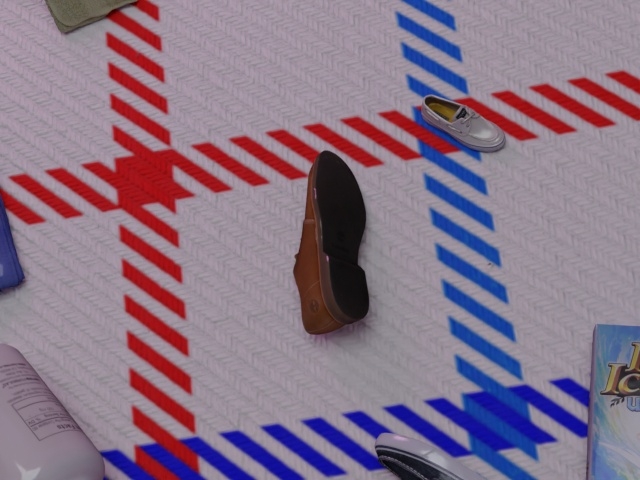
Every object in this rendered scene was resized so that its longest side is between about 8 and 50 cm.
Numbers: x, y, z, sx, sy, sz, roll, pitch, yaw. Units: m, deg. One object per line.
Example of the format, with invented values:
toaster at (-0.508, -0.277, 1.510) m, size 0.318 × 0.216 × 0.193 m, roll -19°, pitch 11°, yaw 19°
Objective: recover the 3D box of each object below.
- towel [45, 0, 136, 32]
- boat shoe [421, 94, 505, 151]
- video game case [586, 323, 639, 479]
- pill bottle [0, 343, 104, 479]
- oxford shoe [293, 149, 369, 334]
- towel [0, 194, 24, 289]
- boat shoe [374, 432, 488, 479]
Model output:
towel at (-0.282, -0.322, 1.688) m, size 0.110 × 0.027 × 0.148 m, roll -28°, pitch 108°, yaw -6°
boat shoe at (0.152, -0.128, 1.575) m, size 0.100 × 0.035 × 0.035 m, roll 30°, pitch 73°, yaw 20°
video game case at (0.385, 0.205, 1.374) m, size 0.269 × 0.061 × 0.244 m, roll 2°, pitch 65°, yaw 10°
pill bottle at (-0.284, 0.221, 1.425) m, size 0.131 × 0.131 × 0.229 m, roll -39°, pitch 66°, yaw -10°
oxford shoe at (0.000, 0.000, 1.524) m, size 0.076 × 0.076 × 0.212 m, roll -31°, pitch 44°, yaw 38°
towel at (-0.506, -0.017, 1.571) m, size 0.336 × 0.040 × 0.243 m, roll -14°, pitch 65°, yaw -18°
boat shoe at (0.117, 0.254, 1.387) m, size 0.183 × 0.065 × 0.083 m, roll 27°, pitch 71°, yaw 18°
